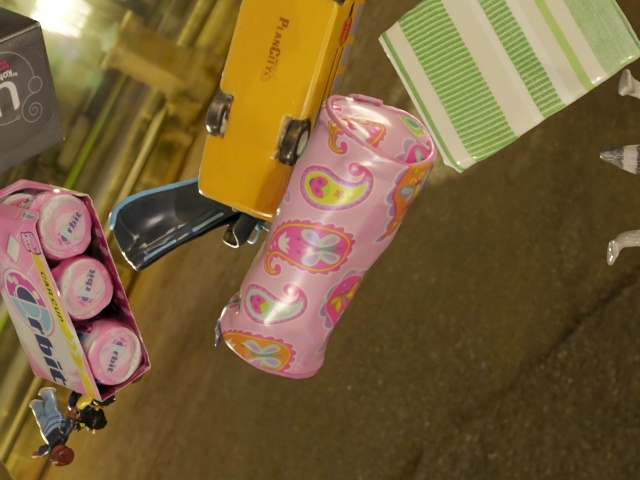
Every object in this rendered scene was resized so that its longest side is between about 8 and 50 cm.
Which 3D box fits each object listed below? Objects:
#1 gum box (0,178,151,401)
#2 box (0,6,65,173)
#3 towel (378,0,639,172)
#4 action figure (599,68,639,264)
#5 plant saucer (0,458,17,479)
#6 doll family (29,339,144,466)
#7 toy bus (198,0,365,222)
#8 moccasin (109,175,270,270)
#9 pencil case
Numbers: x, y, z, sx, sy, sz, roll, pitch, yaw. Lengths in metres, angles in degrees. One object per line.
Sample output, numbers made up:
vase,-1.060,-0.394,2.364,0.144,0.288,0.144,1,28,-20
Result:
gum box,-0.230,0.038,0.927,0.107,0.188,0.062,11,36,42
box,-0.426,-0.172,1.107,0.165,0.270,0.143,-37,-42,-38
towel,0.241,-0.263,1.406,0.038,0.248,0.325,-14,-16,-48
action figure,0.469,-0.120,1.083,0.178,0.330,0.341,-35,-54,-84
plant saucer,-0.413,0.237,1.001,0.333,0.332,0.081,91,-169,-60
doll family,-0.277,0.183,1.240,0.193,0.076,0.111,-59,45,21
toy bus,-0.035,-0.189,1.147,0.130,0.108,0.333,-37,-34,-66
moccasin,-0.142,-0.039,1.588,0.138,0.342,0.117,123,127,-73
pencil case,0.000,0.000,1.002,0.124,0.124,0.284,-87,22,-56
